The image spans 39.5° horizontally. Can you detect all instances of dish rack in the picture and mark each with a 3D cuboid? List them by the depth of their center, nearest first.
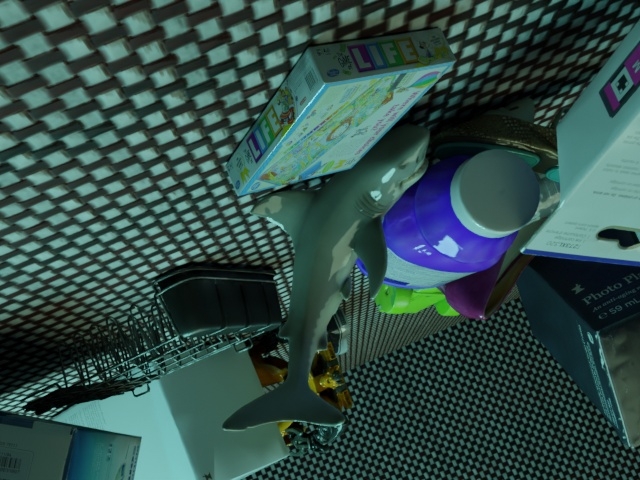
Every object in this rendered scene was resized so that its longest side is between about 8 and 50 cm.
[{"bbox_3d":[-0.187,0.115,0.977,0.271,0.074,0.208,-26,166,20],"label":"dish rack"}]

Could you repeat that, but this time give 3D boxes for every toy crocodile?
[{"bbox_3d":[0.158,0.037,1.213,0.115,0.105,0.340,2,162,-14],"label":"toy crocodile"}]

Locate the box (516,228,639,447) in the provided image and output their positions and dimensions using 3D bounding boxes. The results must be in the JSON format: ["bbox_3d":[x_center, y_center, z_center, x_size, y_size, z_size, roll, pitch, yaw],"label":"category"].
[{"bbox_3d":[0.431,0.060,1.126,0.296,0.183,0.294,-24,-158,-1],"label":"box"}]

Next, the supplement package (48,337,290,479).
[{"bbox_3d":[-0.229,0.297,1.337,0.262,0.199,0.198,-32,165,33],"label":"supplement package"}]

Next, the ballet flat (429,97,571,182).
[{"bbox_3d":[0.197,-0.089,0.796,0.206,0.067,0.073,11,167,-12],"label":"ballet flat"}]

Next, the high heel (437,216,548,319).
[{"bbox_3d":[0.240,0.001,1.010,0.244,0.082,0.117,-30,-150,-11],"label":"high heel"}]

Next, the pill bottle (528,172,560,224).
[{"bbox_3d":[0.201,-0.048,0.974,0.137,0.078,0.078,-24,167,3],"label":"pill bottle"}]

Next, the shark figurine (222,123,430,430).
[{"bbox_3d":[-0.013,0.019,0.760,0.116,0.278,0.166,21,-176,-17],"label":"shark figurine"}]

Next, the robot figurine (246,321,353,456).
[{"bbox_3d":[-0.066,0.243,1.437,0.291,0.211,0.085,-22,176,40],"label":"robot figurine"}]

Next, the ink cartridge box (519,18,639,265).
[{"bbox_3d":[0.290,-0.113,0.590,0.175,0.069,0.371,6,139,-22],"label":"ink cartridge box"}]

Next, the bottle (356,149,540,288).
[{"bbox_3d":[0.110,-0.015,0.810,0.118,0.092,0.283,8,169,-8],"label":"bottle"}]

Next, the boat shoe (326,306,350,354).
[{"bbox_3d":[-0.001,0.162,1.518,0.083,0.065,0.183,-19,161,-8],"label":"boat shoe"}]

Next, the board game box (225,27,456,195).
[{"bbox_3d":[0.009,-0.084,0.605,0.103,0.026,0.154,-15,165,-31],"label":"board game box"}]

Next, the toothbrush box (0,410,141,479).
[{"bbox_3d":[-0.325,0.241,0.913,0.216,0.126,0.295,8,165,3],"label":"toothbrush box"}]

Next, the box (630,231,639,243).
[{"bbox_3d":[0.400,-0.075,0.980,0.147,0.180,0.077,-23,168,-1],"label":"box"}]
